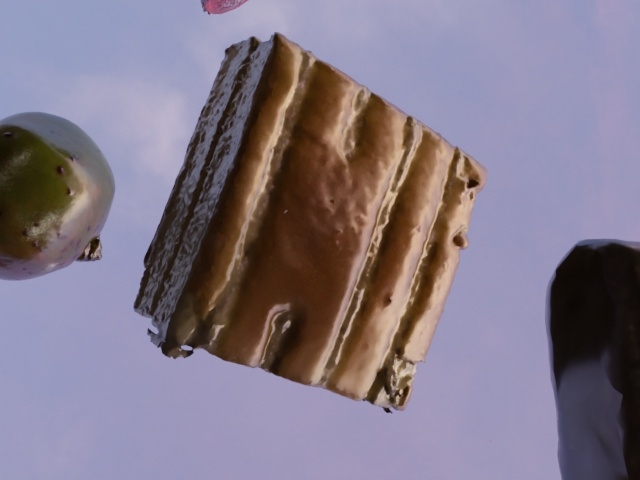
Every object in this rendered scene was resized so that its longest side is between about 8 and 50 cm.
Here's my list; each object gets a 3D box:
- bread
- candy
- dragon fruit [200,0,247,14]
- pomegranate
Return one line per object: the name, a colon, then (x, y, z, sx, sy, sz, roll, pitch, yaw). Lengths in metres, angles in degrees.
bread: (0.000, 0.000, 0.593, 0.111, 0.239, 0.246, 6, -106, 59)
candy: (0.219, 0.115, 0.486, 0.104, 0.102, 0.234, 1, -102, -23)
dragon fruit: (-0.108, -0.361, 0.873, 0.153, 0.153, 0.111, -37, -88, 1)
pomegranate: (-0.341, -0.066, 0.811, 0.198, 0.246, 0.198, -9, -130, 11)
